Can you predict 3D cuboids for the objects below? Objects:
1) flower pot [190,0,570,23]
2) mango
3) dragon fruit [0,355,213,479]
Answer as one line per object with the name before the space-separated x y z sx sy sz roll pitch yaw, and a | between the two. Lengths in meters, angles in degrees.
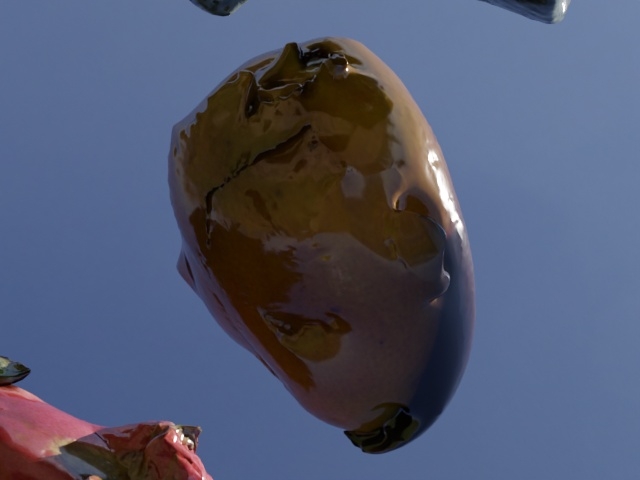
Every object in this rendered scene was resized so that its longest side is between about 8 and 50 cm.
flower pot | 0.024 -0.251 0.727 0.282 0.299 0.299 20 -106 9
mango | 0.000 0.000 0.881 0.201 0.287 0.153 3 -137 8
dragon fruit | -0.196 0.209 0.883 0.226 0.305 0.305 -41 -129 30
